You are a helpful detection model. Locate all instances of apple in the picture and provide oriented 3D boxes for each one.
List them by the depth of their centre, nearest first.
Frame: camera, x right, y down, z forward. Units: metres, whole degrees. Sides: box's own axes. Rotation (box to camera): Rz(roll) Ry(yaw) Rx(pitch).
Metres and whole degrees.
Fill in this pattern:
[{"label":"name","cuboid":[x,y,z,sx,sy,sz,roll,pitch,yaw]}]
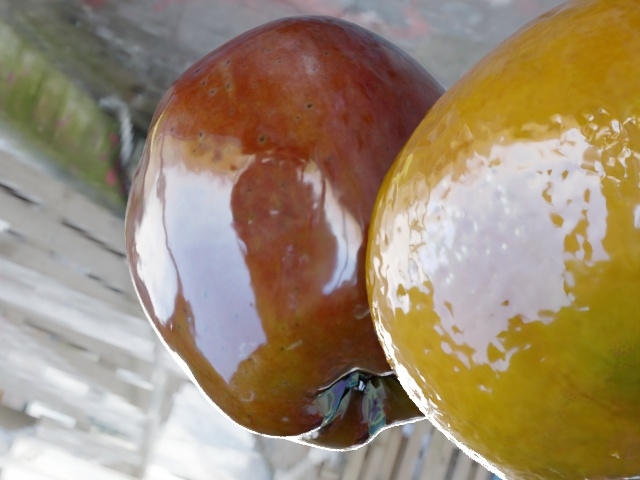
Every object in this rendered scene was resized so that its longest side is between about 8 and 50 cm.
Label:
[{"label":"apple","cuboid":[0.001,0.001,0.789,0.234,0.234,0.234,17,163,5]}]

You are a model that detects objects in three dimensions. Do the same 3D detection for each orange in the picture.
[{"label":"orange","cuboid":[0.137,0.013,0.534,0.240,0.171,0.240,-10,144,-7]}]
